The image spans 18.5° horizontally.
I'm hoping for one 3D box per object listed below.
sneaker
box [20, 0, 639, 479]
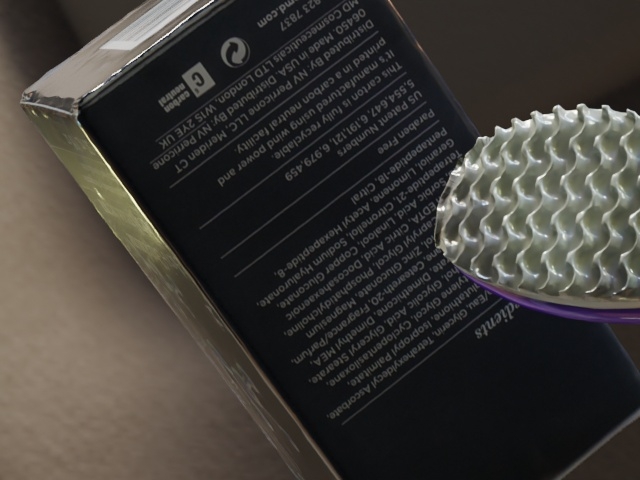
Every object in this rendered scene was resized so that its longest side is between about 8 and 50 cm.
[{"bbox_3d":[0.200,0.018,0.920,0.293,0.146,0.102,4,-118,28],"label":"sneaker"},{"bbox_3d":[0.000,0.000,1.384,0.212,0.293,0.395,-38,-77,-9],"label":"box"}]
